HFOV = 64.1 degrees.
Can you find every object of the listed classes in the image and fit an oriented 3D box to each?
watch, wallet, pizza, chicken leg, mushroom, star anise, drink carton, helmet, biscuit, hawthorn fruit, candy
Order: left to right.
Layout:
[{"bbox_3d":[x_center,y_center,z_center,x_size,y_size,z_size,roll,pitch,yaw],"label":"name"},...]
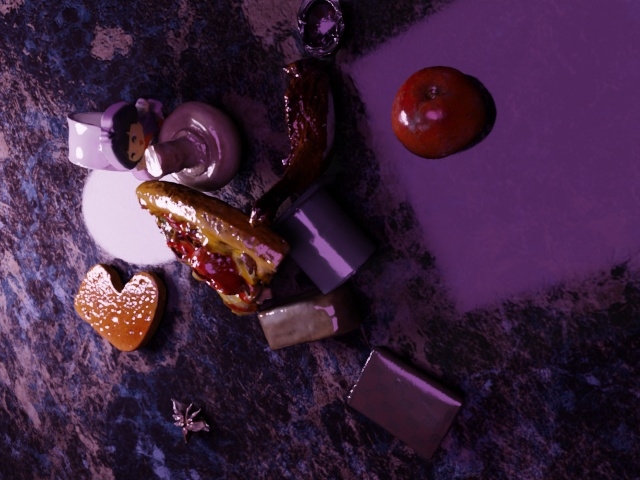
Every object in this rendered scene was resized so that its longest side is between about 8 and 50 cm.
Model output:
[{"bbox_3d":[-0.485,-0.249,1.197,0.231,0.244,0.196,17,110,15],"label":"watch"},{"bbox_3d":[-0.560,0.164,1.442,0.277,0.052,0.262,31,109,17],"label":"biscuit"},{"bbox_3d":[-0.376,0.494,1.428,0.124,0.056,0.129,-35,86,29],"label":"star anise"},{"bbox_3d":[-0.287,-0.215,1.144,0.206,0.209,0.207,-11,73,38],"label":"mushroom"},{"bbox_3d":[-0.208,0.062,1.100,0.439,0.130,0.406,24,147,34],"label":"pizza"},{"bbox_3d":[-0.034,-0.182,0.973,0.095,0.158,0.407,-6,56,36],"label":"chicken leg"},{"bbox_3d":[-0.028,0.174,1.159,0.233,0.102,0.104,-18,94,30],"label":"candy"},{"bbox_3d":[0.000,0.000,1.064,0.185,0.191,0.190,-37,91,26],"label":"drink carton"},{"bbox_3d":[0.008,-0.423,1.014,0.098,0.070,0.123,-1,95,20],"label":"helmet"},{"bbox_3d":[0.183,0.356,1.132,0.229,0.049,0.182,29,113,19],"label":"wallet"},{"bbox_3d":[0.205,-0.226,0.912,0.172,0.173,0.173,6,105,24],"label":"hawthorn fruit"}]
